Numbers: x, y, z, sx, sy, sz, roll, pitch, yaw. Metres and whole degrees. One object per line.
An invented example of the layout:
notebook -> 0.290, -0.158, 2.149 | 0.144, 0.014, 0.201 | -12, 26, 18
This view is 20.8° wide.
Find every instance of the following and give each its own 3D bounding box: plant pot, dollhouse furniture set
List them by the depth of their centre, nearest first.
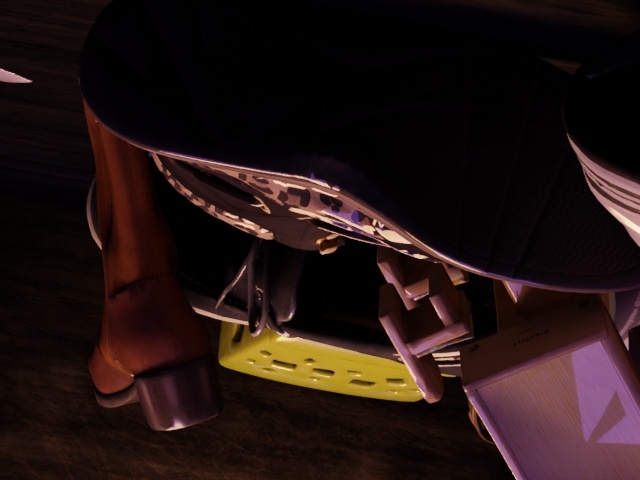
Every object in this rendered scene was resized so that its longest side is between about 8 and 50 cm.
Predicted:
dollhouse furniture set -> 0.170, 0.073, 1.207 | 0.212, 0.161, 0.242 | -23, -153, 15
plant pot -> 0.039, 0.032, 1.749 | 0.228, 0.227, 0.207 | 11, 169, -13

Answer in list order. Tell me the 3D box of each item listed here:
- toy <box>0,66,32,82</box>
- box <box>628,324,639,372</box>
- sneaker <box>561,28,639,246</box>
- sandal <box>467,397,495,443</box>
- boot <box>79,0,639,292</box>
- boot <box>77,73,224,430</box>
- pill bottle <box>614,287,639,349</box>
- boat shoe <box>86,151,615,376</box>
toy -> -0.303, -0.162, 1.086 | 0.237, 0.056, 0.137 | 19, 175, -32
box -> 0.383, 0.147, 1.445 | 0.203, 0.168, 0.167 | 6, -166, 37
sneaker -> 0.322, -0.013, 0.833 | 0.448, 0.169, 0.257 | 10, 178, 26
sandal -> 0.173, 0.149, 1.545 | 0.120, 0.086, 0.303 | 16, -171, -6
boot -> 0.036, -0.052, 1.167 | 0.377, 0.138, 0.284 | 14, 174, 0
boot -> -0.168, 0.000, 1.425 | 0.096, 0.280, 0.264 | -16, -172, -9
pill bottle -> 0.237, 0.030, 1.603 | 0.283, 0.161, 0.161 | 13, 175, -37
boat shoe -> 0.000, 0.000, 1.461 | 0.500, 0.186, 0.156 | 17, 178, 28
